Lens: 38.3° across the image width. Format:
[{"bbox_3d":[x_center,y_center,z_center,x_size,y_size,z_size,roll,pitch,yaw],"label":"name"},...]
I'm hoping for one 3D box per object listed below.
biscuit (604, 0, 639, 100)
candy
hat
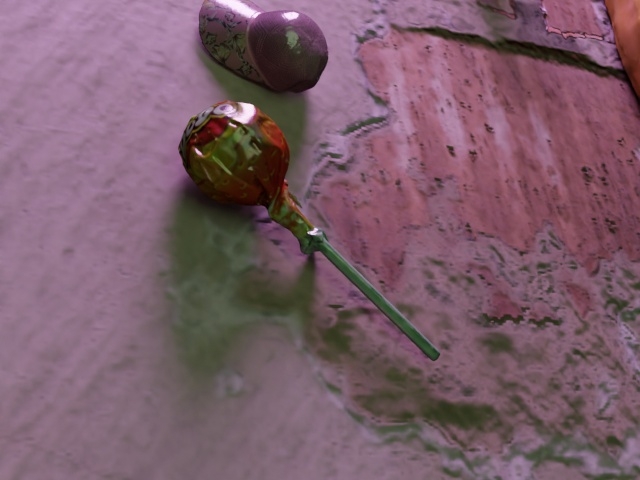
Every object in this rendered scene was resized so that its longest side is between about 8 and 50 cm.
[{"bbox_3d":[0.418,-0.151,0.837,0.365,0.062,0.385,-17,76,-36],"label":"biscuit"},{"bbox_3d":[0.000,0.000,0.529,0.201,0.060,0.060,46,52,-11],"label":"candy"},{"bbox_3d":[-0.032,-0.129,0.573,0.087,0.042,0.058,42,52,-5],"label":"hat"}]
